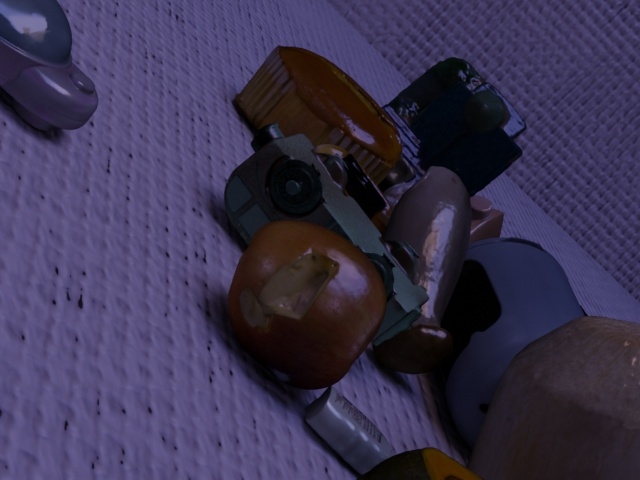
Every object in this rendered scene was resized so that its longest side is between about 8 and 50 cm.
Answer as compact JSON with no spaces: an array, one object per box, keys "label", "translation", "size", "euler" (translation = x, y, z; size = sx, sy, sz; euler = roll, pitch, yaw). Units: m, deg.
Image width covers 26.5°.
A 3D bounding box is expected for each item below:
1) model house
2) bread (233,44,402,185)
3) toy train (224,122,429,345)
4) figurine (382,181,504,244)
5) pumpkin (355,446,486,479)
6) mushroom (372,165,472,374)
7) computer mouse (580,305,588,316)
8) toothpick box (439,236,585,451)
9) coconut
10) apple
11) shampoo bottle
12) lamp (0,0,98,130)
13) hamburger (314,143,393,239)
[{"label":"model house","translation":[0.187,-0.169,2.398],"size":[0.245,0.312,0.280],"euler":[53,14,8]},{"label":"bread","translation":[0.009,-0.193,2.222],"size":[0.288,0.156,0.204],"euler":[50,18,24]},{"label":"toy train","translation":[0.000,0.000,1.776],"size":[0.326,0.159,0.129],"euler":[53,19,5]},{"label":"figurine","translation":[0.169,-0.028,2.157],"size":[0.163,0.141,0.237],"euler":[-29,40,-34]},{"label":"pumpkin","translation":[0.158,0.350,1.388],"size":[0.317,0.139,0.221],"euler":[40,14,-34]},{"label":"mushroom","translation":[0.146,0.039,1.944],"size":[0.128,0.128,0.350],"euler":[38,42,-29]},{"label":"computer mouse","translation":[0.524,0.265,2.589],"size":[0.323,0.116,0.183],"euler":[60,15,15]},{"label":"toothpick box","translation":[0.296,0.180,1.953],"size":[0.263,0.263,0.354],"euler":[40,19,-25]},{"label":"coconut","translation":[0.368,0.306,1.642],"size":[0.415,0.415,0.345],"euler":[53,25,20]},{"label":"apple","translation":[-0.019,0.067,1.544],"size":[0.199,0.199,0.199],"euler":[43,16,-16]},{"label":"shampoo bottle","translation":[0.050,0.234,1.539],"size":[0.152,0.045,0.077],"euler":[43,14,-9]},{"label":"lamp","translation":[-0.339,-0.232,1.528],"size":[0.246,0.108,0.179],"euler":[48,20,-1]},{"label":"hamburger","translation":[0.024,-0.048,2.047],"size":[0.210,0.116,0.173],"euler":[51,27,-9]}]
